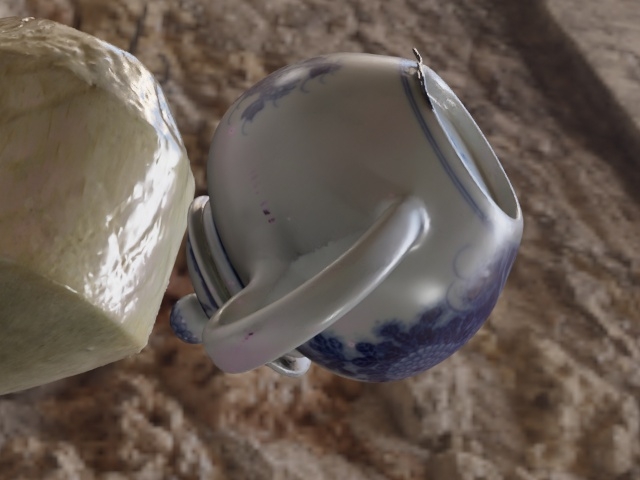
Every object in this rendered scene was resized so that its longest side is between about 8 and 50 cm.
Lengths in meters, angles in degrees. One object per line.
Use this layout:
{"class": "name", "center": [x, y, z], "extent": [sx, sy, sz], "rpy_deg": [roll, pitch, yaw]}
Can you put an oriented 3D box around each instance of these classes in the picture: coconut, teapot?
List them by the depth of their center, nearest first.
{"class": "teapot", "center": [0.000, 0.000, 1.185], "extent": [0.280, 0.252, 0.424], "rpy_deg": [-32, -170, 15]}
{"class": "coconut", "center": [-0.336, -0.022, 1.630], "extent": [0.415, 0.344, 0.415], "rpy_deg": [-34, -142, 32]}
